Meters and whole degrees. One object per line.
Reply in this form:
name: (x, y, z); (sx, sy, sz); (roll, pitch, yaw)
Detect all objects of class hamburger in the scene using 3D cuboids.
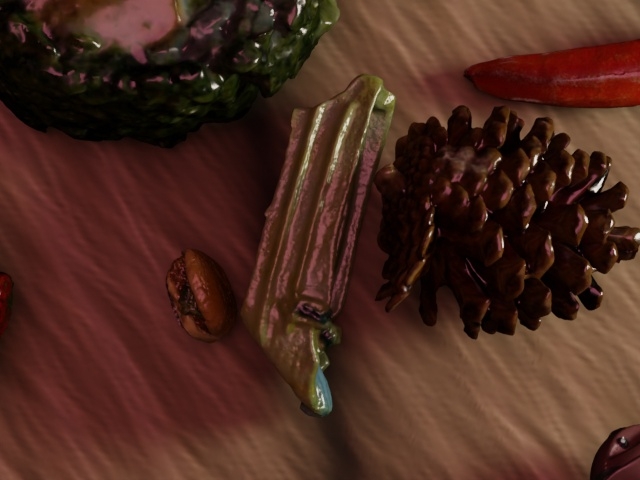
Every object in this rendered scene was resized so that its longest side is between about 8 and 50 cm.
hamburger: (-0.096, 0.045, 1.241); (0.044, 0.083, 0.076); (-26, 82, 10)

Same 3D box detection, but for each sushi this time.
sushi: (-0.121, -0.254, 1.237); (0.294, 0.178, 0.352); (9, 80, 2)

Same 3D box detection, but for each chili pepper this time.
chili pepper: (0.255, -0.144, 1.257); (0.272, 0.071, 0.063); (-10, 121, 7)

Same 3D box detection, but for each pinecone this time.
pinecone: (0.146, -0.011, 1.191); (0.212, 0.168, 0.186); (10, 78, 7)

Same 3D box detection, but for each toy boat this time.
toy boat: (-0.006, 0.000, 1.228); (0.084, 0.111, 0.276); (11, 86, 10)

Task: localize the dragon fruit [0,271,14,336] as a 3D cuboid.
dragon fruit: (-0.343, 0.042, 1.217); (0.188, 0.182, 0.182); (20, 84, -12)

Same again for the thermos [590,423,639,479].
thermos: (0.358, 0.251, 1.172); (0.330, 0.109, 0.136); (39, 87, 8)
